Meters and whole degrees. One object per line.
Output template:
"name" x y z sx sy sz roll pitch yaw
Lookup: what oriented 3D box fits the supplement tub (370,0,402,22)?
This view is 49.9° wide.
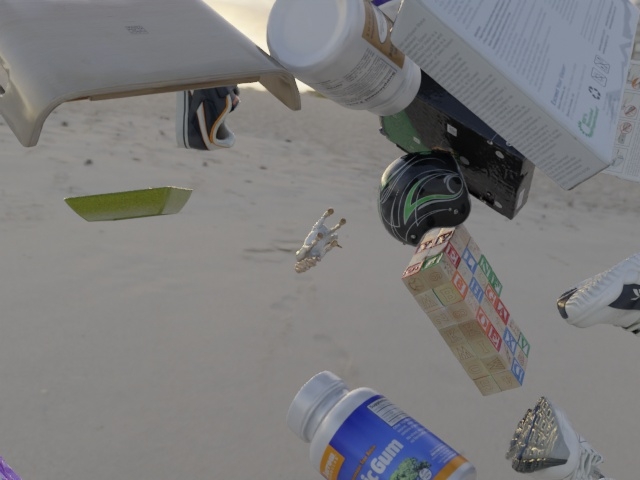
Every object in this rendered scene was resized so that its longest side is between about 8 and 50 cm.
"supplement tub" 0.142 -0.540 1.252 0.240 0.332 0.241 -13 1 0

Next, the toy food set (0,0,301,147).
"toy food set" -0.202 -0.187 0.752 0.306 0.092 0.220 -17 47 -34

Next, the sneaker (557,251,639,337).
"sneaker" 0.361 0.087 0.723 0.234 0.153 0.094 -14 -19 -42

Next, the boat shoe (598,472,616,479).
"boat shoe" 0.488 0.443 1.186 0.083 0.076 0.226 37 -1 6

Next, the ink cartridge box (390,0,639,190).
"ink cartridge box" 0.132 -0.178 0.500 0.224 0.223 0.045 40 -41 -10

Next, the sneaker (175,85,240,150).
"sneaker" -0.226 -0.332 1.390 0.127 0.321 0.126 8 36 7

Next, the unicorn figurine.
"unicorn figurine" 0.000 0.000 1.151 0.162 0.060 0.111 -38 -6 -43

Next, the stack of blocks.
"stack of blocks" 0.294 0.131 1.344 0.087 0.297 0.171 -26 15 35

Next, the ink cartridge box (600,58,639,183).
"ink cartridge box" 0.533 -0.181 1.077 0.232 0.189 0.066 20 18 35

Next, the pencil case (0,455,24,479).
"pencil case" -0.268 0.283 0.652 0.206 0.088 0.086 24 3 15

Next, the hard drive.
"hard drive" 0.249 -0.198 1.306 0.339 0.064 0.237 36 -14 23

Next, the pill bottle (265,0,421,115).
"pill bottle" 0.043 -0.244 0.904 0.131 0.131 0.229 10 -2 32

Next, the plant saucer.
"plant saucer" -0.342 -0.064 1.257 0.188 0.045 0.188 -6 2 2

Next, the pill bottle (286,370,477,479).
"pill bottle" 0.081 0.317 1.027 0.272 0.152 0.152 33 18 30

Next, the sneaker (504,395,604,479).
"sneaker" 0.345 0.299 0.981 0.129 0.111 0.297 26 -6 18

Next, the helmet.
"helmet" 0.184 -0.078 1.282 0.161 0.170 0.169 -18 5 1
